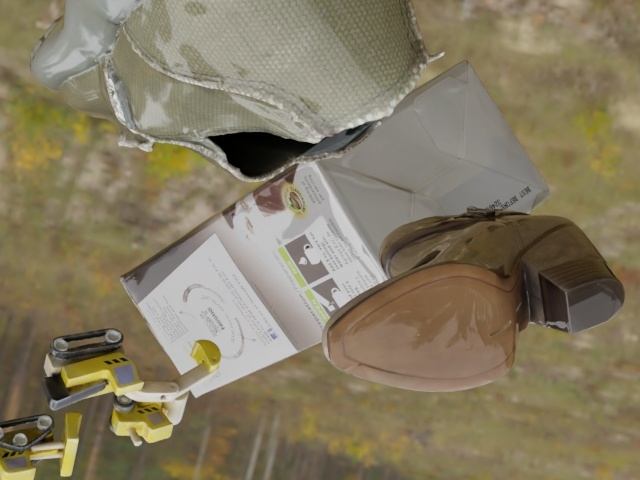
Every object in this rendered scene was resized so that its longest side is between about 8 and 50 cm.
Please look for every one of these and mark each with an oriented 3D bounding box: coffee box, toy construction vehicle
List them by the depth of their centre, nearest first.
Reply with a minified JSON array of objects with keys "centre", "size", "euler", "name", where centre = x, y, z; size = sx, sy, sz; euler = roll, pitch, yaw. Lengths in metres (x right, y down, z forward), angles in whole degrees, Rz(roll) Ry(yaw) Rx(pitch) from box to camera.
[{"centre":[-0.100,0.080,0.633],"size":[0.098,0.035,0.086],"euler":[-7,141,-28],"name":"toy construction vehicle"},{"centre":[0.000,0.000,1.021],"size":[0.119,0.168,0.297],"euler":[58,143,-2],"name":"coffee box"}]

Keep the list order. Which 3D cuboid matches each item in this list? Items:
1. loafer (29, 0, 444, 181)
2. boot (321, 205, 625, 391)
[{"centre":[-0.029,-0.053,0.423],"size":[0.087,0.094,0.251],"euler":[52,174,-6],"name":"loafer"},{"centre":[0.042,0.015,0.469],"size":[0.118,0.042,0.087],"euler":[-6,-163,-22],"name":"boot"}]
